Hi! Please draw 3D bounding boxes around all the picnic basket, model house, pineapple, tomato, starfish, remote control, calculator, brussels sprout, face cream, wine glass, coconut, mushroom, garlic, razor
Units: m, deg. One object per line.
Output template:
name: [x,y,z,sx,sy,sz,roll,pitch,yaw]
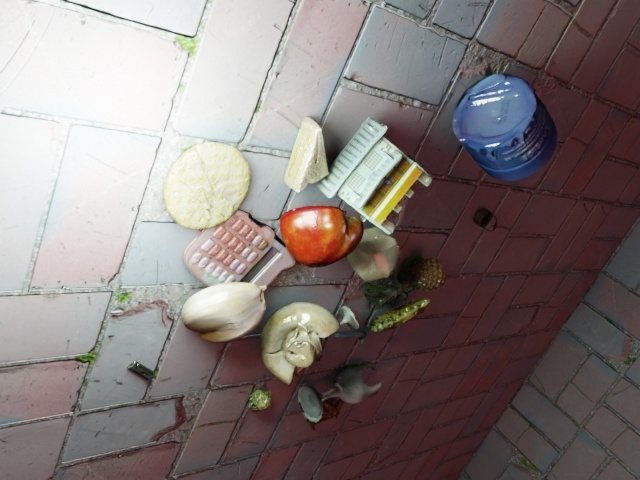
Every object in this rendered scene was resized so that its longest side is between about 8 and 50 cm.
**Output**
picnic basket: [0.599,-0.071,2.195,0.072,0.083,0.072,-26,139,-25]
model house: [0.139,-0.165,1.573,0.215,0.198,0.224,37,98,-13]
pineapple: [0.283,0.148,2.051,0.277,0.119,0.130,-25,153,-12]
tomato: [0.000,0.000,1.590,0.233,0.200,0.139,20,66,-48]
starfish: [0.037,0.661,2.355,0.213,0.057,0.238,-42,142,6]
remote control: [-0.476,0.348,1.626,0.034,0.016,0.091,-38,141,-2]
calculator: [-0.211,0.038,1.574,0.220,0.048,0.330,-45,140,1]
brussels sprout: [-0.201,0.536,2.023,0.085,0.058,0.085,-15,142,-12]
face cream: [0.532,-0.326,1.771,0.249,0.249,0.225,-53,140,9]
wine glass: [0.075,0.543,2.221,0.321,0.143,0.143,-13,132,-38]
coconut: [0.165,0.044,1.830,0.161,0.162,0.161,-26,139,-25]
mushroom: [-0.081,0.289,1.791,0.253,0.189,0.195,-56,177,6]
wine glass: [0.027,0.297,1.979,0.183,0.122,0.122,-31,140,-26]
garlic: [-0.243,0.196,1.584,0.228,0.110,0.217,-34,138,22]
razor: [0.105,0.332,2.140,0.135,0.040,0.068,3,121,-39]

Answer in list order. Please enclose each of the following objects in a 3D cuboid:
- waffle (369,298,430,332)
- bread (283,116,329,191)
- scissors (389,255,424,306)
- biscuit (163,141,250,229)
waffle: [0.274,0.268,2.138,0.223,0.054,0.204,-26,178,-16]
bread: [-0.044,-0.207,1.481,0.105,0.077,0.152,-31,137,-17]
scissors: [0.298,0.145,2.156,0.101,0.027,0.204,8,116,-42]
biscuit: [-0.253,-0.121,1.385,0.220,0.033,0.219,-21,129,-27]
